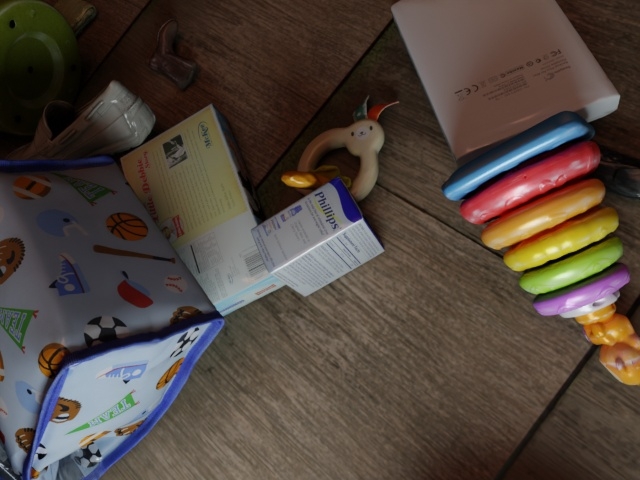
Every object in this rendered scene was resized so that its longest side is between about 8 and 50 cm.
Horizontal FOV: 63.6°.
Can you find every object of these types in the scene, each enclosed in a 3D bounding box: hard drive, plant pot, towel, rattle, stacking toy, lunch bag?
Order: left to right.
[{"bbox_3d":[-0.657,-0.349,0.938,0.353,0.366,0.366,17,79,11],"label":"plant pot"},{"bbox_3d":[-0.360,0.131,0.698,0.328,0.239,0.385,52,126,24],"label":"lunch bag"},{"bbox_3d":[-0.543,-0.450,1.082,0.110,0.027,0.148,39,89,26],"label":"towel"},{"bbox_3d":[0.027,-0.148,0.728,0.199,0.143,0.130,-54,46,3],"label":"rattle"},{"bbox_3d":[0.237,-0.262,0.720,0.203,0.040,0.307,-20,60,12],"label":"hard drive"},{"bbox_3d":[0.282,0.023,0.587,0.166,0.175,0.301,-30,81,33],"label":"stacking toy"}]

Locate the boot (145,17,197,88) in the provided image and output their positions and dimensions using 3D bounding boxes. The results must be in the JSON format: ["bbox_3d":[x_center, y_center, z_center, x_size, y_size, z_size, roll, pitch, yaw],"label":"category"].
[{"bbox_3d":[-0.257,-0.340,0.940,0.114,0.037,0.106,33,99,28],"label":"boot"}]

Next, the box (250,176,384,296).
[{"bbox_3d":[0.000,0.000,0.690,0.137,0.126,0.072,-30,64,7],"label":"box"}]

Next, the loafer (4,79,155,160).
[{"bbox_3d":[-0.434,-0.188,0.891,0.320,0.111,0.112,-16,41,20],"label":"loafer"}]

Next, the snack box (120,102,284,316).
[{"bbox_3d":[-0.190,-0.039,0.804,0.187,0.060,0.321,-27,66,10],"label":"snack box"}]

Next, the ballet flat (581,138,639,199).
[{"bbox_3d":[0.342,-0.099,0.657,0.173,0.049,0.057,39,111,31],"label":"ballet flat"}]
